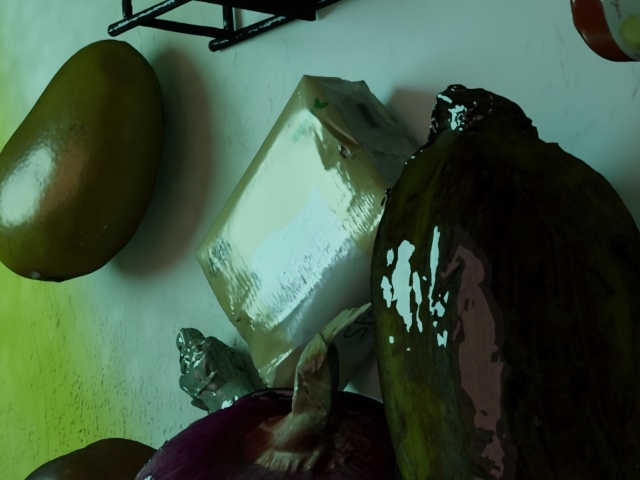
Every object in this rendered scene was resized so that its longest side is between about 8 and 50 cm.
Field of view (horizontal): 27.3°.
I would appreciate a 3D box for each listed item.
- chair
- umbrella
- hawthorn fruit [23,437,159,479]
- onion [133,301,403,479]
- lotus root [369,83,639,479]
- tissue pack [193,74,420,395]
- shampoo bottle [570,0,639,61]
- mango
[{"bbox_3d":[-0.064,-0.262,1.140,0.260,0.141,0.154,-11,81,49],"label":"chair"},{"bbox_3d":[-0.089,0.135,1.202,0.143,0.062,0.067,52,155,27],"label":"umbrella"},{"bbox_3d":[-0.165,0.306,1.187,0.262,0.210,0.210,33,113,24],"label":"hawthorn fruit"},{"bbox_3d":[-0.040,0.242,0.985,0.256,0.230,0.272,-24,98,30],"label":"onion"},{"bbox_3d":[0.132,0.091,0.880,0.196,0.179,0.397,-15,78,43],"label":"lotus root"},{"bbox_3d":[0.000,0.000,1.090,0.222,0.090,0.186,-53,52,31],"label":"tissue pack"},{"bbox_3d":[0.288,-0.159,0.780,0.278,0.104,0.104,7,93,46],"label":"shampoo bottle"},{"bbox_3d":[-0.238,-0.070,1.314,0.175,0.139,0.254,47,114,33],"label":"mango"}]
